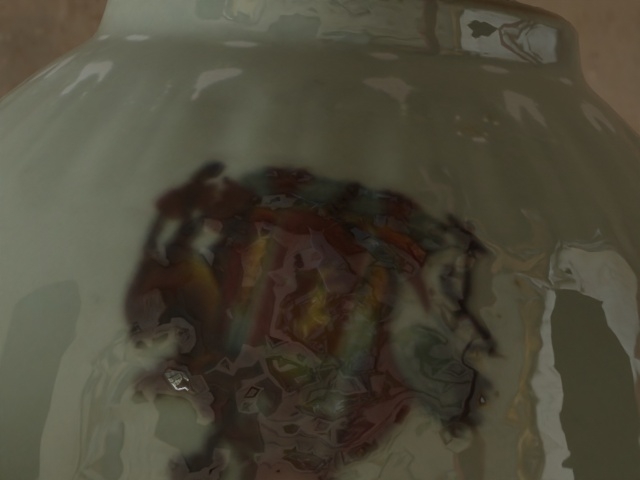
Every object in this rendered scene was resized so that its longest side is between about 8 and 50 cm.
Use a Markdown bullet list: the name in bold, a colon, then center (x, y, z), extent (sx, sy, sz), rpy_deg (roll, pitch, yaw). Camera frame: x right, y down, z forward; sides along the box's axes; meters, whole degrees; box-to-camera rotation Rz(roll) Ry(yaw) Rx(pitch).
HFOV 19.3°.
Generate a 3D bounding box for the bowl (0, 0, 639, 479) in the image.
- **bowl**: center (0.000, 0.000, 0.604), extent (0.337, 0.158, 0.337), rpy_deg (6, -177, 0)
